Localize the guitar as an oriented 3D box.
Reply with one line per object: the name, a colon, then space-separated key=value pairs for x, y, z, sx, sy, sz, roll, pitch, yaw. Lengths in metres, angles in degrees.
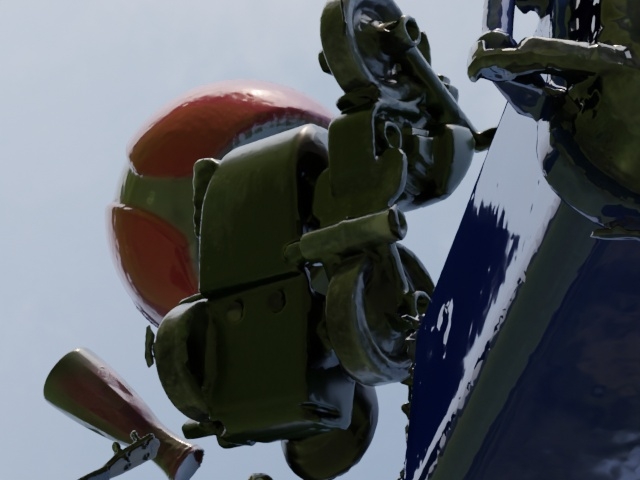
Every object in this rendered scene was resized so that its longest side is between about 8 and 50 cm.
guitar: x=-0.268 y=0.255 z=1.510 sx=0.038 sy=0.271 sz=0.084 roll=42 pitch=-32 yaw=25

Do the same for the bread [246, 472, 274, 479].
bread: x=-0.074 y=0.247 z=1.049 sx=0.158 sy=0.261 sz=0.156 roll=-24 pitch=-149 yaw=45

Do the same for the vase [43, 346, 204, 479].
vase: x=-0.242 y=0.223 z=1.978 sx=0.214 sy=0.086 sz=0.086 roll=34 pitch=-75 yaw=21

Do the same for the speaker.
speaker: x=-0.083 y=-0.033 z=1.688 sx=0.294 sy=0.294 sz=0.294 roll=-8 pitch=-102 yaw=40

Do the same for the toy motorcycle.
toy motorcycle: x=0.000 y=0.000 z=0.943 sx=0.205 sy=0.127 sz=0.275 roll=-16 pitch=-117 yaw=37

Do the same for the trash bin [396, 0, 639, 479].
trash bin: x=0.104 y=0.006 z=0.502 sx=0.234 sy=0.184 sz=0.162 roll=113 pitch=-9 yaw=-45
